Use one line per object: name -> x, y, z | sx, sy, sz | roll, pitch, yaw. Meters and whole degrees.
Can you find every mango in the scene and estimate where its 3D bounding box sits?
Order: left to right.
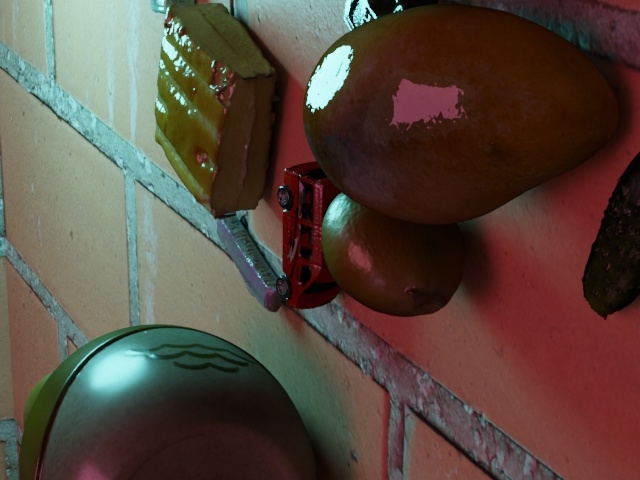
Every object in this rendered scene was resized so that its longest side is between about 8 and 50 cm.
mango -> 0.123, -0.123, 1.446 | 0.384, 0.199, 0.221 | 5, 112, 50

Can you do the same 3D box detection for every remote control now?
remote control -> 0.069, -0.239, 1.711 | 0.166, 0.029, 0.065 | -116, 28, -42

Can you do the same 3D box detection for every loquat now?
loquat -> 0.083, 0.011, 1.615 | 0.195, 0.152, 0.152 | 59, 147, 39

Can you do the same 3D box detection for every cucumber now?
cucumber -> 0.279, -0.004, 1.298 | 0.227, 0.069, 0.069 | 105, 146, -47

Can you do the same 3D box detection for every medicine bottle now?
medicine bottle -> -0.231, -0.412, 2.266 | 0.074, 0.055, 0.118 | -151, 57, -62

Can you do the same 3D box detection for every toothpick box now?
toothpick box -> -0.225, 0.325, 2.076 | 0.425, 0.409, 0.409 | -145, 51, -65

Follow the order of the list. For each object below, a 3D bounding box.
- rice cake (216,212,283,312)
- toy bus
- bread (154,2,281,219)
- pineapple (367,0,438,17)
rice cake -> -0.103, 0.031, 2.157 | 0.206, 0.036, 0.047 | -124, 25, -43
toy bus -> 0.000, 0.000, 1.881 | 0.089, 0.081, 0.195 | 25, 120, 50
bread -> -0.149, -0.190, 2.096 | 0.246, 0.111, 0.239 | 54, 144, 45
pineapple -> 0.080, -0.336, 1.477 | 0.357, 0.223, 0.223 | 106, 149, -70
